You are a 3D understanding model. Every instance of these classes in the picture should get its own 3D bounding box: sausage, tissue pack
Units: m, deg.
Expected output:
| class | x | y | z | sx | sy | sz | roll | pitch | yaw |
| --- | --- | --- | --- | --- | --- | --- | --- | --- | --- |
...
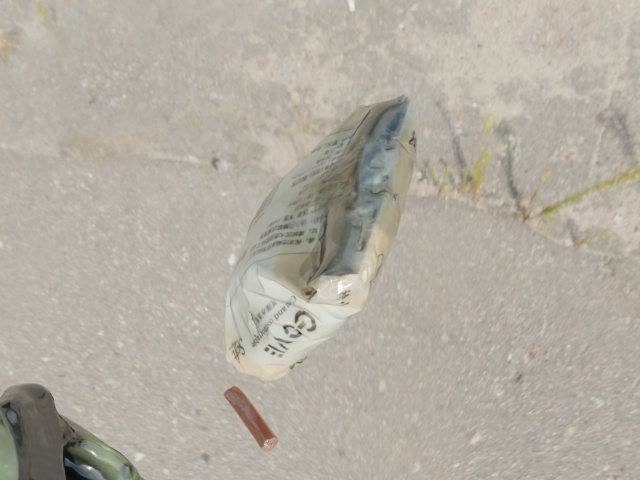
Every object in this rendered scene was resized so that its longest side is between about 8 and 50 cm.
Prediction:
| class | x | y | z | sx | sy | sz | roll | pitch | yaw |
| --- | --- | --- | --- | --- | --- | --- | --- | --- | --- |
| sausage | -0.112 | 0.289 | 1.472 | 0.030 | 0.035 | 0.147 | -41 | 48 | -4 |
| tissue pack | 0.000 | 0.000 | 1.359 | 0.195 | 0.375 | 0.390 | 29 | 53 | -8 |

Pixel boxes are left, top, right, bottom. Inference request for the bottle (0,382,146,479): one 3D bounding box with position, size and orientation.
| class | x | y | z | sx | sy | sz | roll | pitch | yaw |
| --- | --- | --- | --- | --- | --- | --- | --- | --- | --- |
| bottle | -0.201 | 0.095 | 0.339 | 0.347 | 0.168 | 0.168 | 44 | 77 | -28 |
